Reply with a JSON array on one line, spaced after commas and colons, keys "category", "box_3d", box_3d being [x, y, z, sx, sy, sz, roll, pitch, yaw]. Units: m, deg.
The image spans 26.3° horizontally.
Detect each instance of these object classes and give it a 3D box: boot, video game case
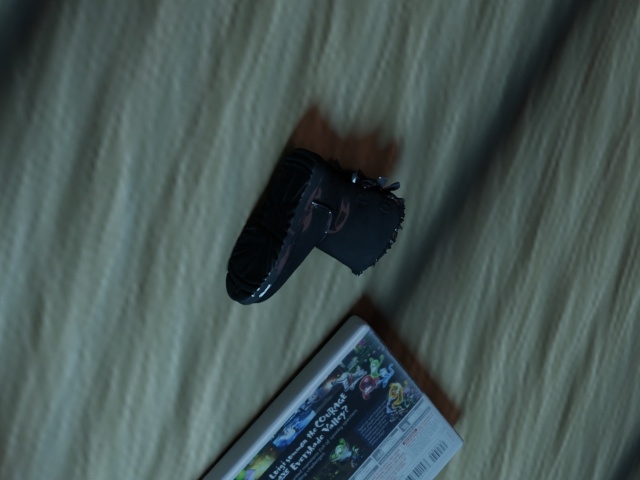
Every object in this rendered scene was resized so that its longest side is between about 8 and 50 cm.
[{"category": "boot", "box_3d": [0.000, 0.000, 0.936, 0.099, 0.045, 0.121, 24, 94, -44]}, {"category": "video game case", "box_3d": [0.007, 0.175, 1.032, 0.190, 0.022, 0.173, -47, 130, -10]}]
